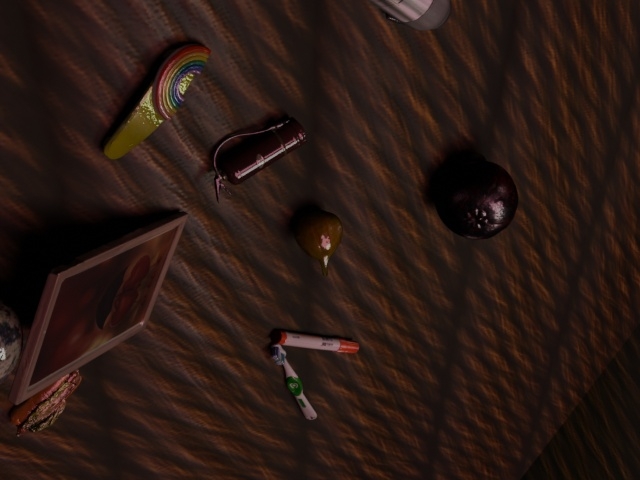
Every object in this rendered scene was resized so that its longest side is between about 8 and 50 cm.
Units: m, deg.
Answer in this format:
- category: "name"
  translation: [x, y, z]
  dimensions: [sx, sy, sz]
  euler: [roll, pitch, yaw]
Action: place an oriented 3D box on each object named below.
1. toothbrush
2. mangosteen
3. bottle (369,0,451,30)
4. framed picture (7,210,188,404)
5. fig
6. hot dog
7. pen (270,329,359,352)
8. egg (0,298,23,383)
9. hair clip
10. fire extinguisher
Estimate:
- category: "toothbrush"
  translation: [-0.047, 0.270, 1.936]
  dimensions: [0.030, 0.030, 0.304]
  euler: [-38, 147, -11]
- category: "mangosteen"
  translation: [0.277, -0.080, 1.826]
  dimensions: [0.152, 0.152, 0.153]
  euler: [-27, 142, -24]
- category: "bottle"
  translation: [0.087, -0.351, 1.397]
  dimensions: [0.096, 0.080, 0.253]
  euler: [-19, 159, 33]
- category: "framed picture"
  translation: [-0.294, 0.082, 1.395]
  dimensions: [0.289, 0.020, 0.211]
  euler: [-31, 149, -60]
- category: "fig"
  translation: [0.000, 0.000, 1.645]
  dimensions: [0.082, 0.098, 0.084]
  euler: [-7, 157, -12]
- category: "hot dog"
  translation: [-0.401, 0.236, 1.517]
  dimensions: [0.133, 0.041, 0.056]
  euler: [-45, 145, -1]
- category: "pen"
  translation: [-0.006, 0.187, 1.889]
  dimensions: [0.239, 0.028, 0.028]
  euler: [14, 115, -51]
- category: "egg"
  translation: [-0.453, 0.136, 1.280]
  dimensions: [0.172, 0.132, 0.132]
  euler: [-31, 144, -8]
- category: "hair clip"
  translation: [-0.210, -0.175, 1.302]
  dimensions: [0.188, 0.033, 0.060]
  euler: [-50, 145, 7]
- category: "fire extinguisher"
  translation: [-0.096, -0.126, 1.467]
  dimensions: [0.157, 0.045, 0.078]
  euler: [-33, 116, -16]
